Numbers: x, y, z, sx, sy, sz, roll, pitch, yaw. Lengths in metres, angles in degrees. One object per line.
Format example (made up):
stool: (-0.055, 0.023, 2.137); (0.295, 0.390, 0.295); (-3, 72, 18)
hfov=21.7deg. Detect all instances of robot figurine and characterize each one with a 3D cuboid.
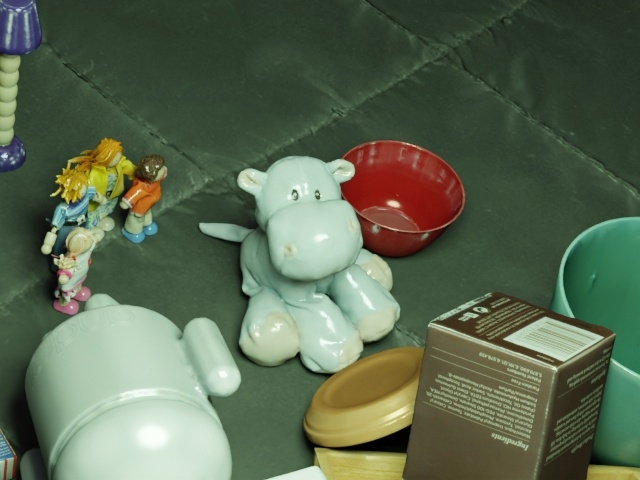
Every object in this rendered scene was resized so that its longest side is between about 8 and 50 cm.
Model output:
robot figurine: (-0.218, 0.211, 1.875); (0.200, 0.300, 0.353); (40, 12, -37)

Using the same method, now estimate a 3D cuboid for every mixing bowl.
mixing bowl: (0.100, -0.043, 2.314); (0.181, 0.098, 0.181); (8, 44, -8)

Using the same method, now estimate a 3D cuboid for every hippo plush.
hippo plush: (0.000, 0.000, 2.144); (0.234, 0.236, 0.294); (-3, 47, -18)

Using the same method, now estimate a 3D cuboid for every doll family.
doll family: (-0.302, -0.039, 2.155); (0.118, 0.163, 0.263); (27, 45, 12)

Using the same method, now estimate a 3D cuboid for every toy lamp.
toy lamp: (-0.415, -0.214, 2.219); (0.080, 0.274, 0.080); (8, 45, -8)

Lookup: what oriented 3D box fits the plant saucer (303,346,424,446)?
plant saucer: (0.068, 0.184, 2.033); (0.200, 0.037, 0.200); (-22, 16, 6)

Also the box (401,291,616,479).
box: (0.217, 0.191, 1.917); (0.167, 0.203, 0.168); (19, 20, 29)

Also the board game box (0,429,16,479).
board game box: (-0.461, 0.216, 1.941); (0.147, 0.045, 0.193); (-17, 52, -28)

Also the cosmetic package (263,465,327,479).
cosmetic package: (-0.021, 0.469, 1.645); (0.230, 0.161, 0.453); (-12, 52, -24)

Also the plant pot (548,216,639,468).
plant pot: (0.409, 0.154, 2.102); (0.293, 0.235, 0.293); (8, 45, -8)

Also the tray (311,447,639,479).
tray: (0.203, 0.329, 1.936); (0.411, 0.076, 0.203); (6, 18, -11)
